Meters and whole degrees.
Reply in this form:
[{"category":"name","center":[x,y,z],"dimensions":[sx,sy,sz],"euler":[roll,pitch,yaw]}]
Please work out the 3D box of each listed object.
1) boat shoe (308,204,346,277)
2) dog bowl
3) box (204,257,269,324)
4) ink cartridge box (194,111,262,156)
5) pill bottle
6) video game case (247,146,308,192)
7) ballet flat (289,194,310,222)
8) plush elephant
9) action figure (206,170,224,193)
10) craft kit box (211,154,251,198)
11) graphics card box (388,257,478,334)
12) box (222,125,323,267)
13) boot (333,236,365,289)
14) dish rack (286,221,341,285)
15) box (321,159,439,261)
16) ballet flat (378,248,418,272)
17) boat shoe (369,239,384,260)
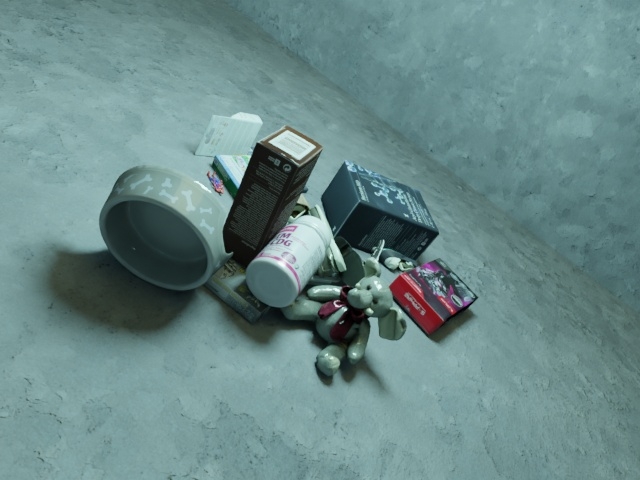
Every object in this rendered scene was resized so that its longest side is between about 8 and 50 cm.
[{"category":"boat shoe","center":[-0.002,-0.003,1.804],"dimensions":[0.109,0.091,0.305],"euler":[61,6,-45]},{"category":"dog bowl","center":[-0.392,-0.016,1.366],"dimensions":[0.349,0.349,0.102],"euler":[31,43,-6]},{"category":"box","center":[-0.230,0.119,1.594],"dimensions":[0.231,0.056,0.183],"euler":[38,30,7]},{"category":"ink cartridge box","center":[-0.357,-0.405,2.082],"dimensions":[0.232,0.189,0.066],"euler":[2,42,-42]},{"category":"pill bottle","center":[-0.083,0.051,1.580],"dimensions":[0.160,0.160,0.283],"euler":[36,39,2]},{"category":"video game case","center":[-0.195,-0.292,2.247],"dimensions":[0.196,0.026,0.274],"euler":[-7,51,-49]},{"category":"ballet flat","center":[-0.137,-0.104,1.826],"dimensions":[0.316,0.107,0.106],"euler":[-16,63,-52]},{"category":"plush elephant","center":[0.102,0.202,1.592],"dimensions":[0.330,0.255,0.272],"euler":[0,49,-48]},{"category":"action figure","center":[-0.372,-0.206,1.948],"dimensions":[0.038,0.030,0.115],"euler":[7,42,-46]},{"category":"craft kit box","center":[-0.246,-0.228,2.050],"dimensions":[0.247,0.061,0.250],"euler":[-9,52,-39]},{"category":"graphics card box","center":[0.439,0.204,2.088],"dimensions":[0.233,0.094,0.371],"euler":[48,31,20]},{"category":"box","center":[-0.151,-0.122,1.568],"dimensions":[0.143,0.381,0.191],"euler":[31,32,6]},{"category":"boot","center":[0.140,0.114,1.868],"dimensions":[0.229,0.091,0.263],"euler":[46,13,-39]},{"category":"dish rack","center":[-0.102,0.030,1.833],"dimensions":[0.285,0.072,0.333],"euler":[9,39,-35]},{"category":"box","center":[0.237,-0.108,2.223],"dimensions":[0.395,0.212,0.293],"euler":[18,34,-25]},{"category":"ballet flat","center":[0.309,0.088,2.158],"dimensions":[0.203,0.074,0.074],"euler":[20,33,-28]},{"category":"boat shoe","center":[0.211,0.049,2.093],"dimensions":[0.038,0.046,0.125],"euler":[22,75,1]}]
